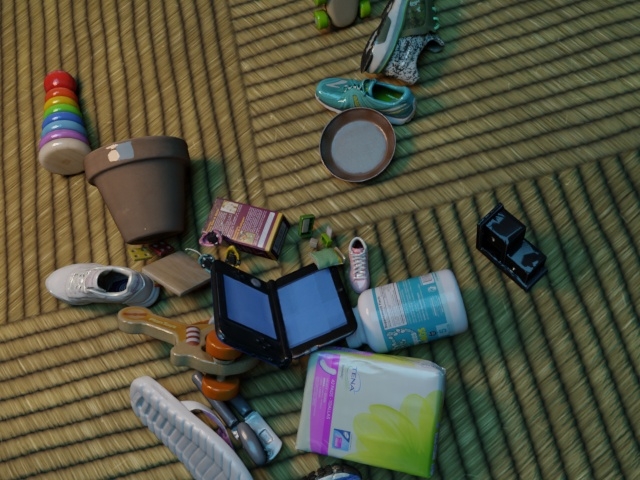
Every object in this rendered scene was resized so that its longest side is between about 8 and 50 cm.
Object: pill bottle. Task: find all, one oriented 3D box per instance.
[{"bbox_3d":[0.181,0.163,1.446,0.264,0.146,0.146,-16,67,7],"label":"pill bottle"}]

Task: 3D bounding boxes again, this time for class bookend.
[{"bbox_3d":[0.425,0.017,1.443,0.072,0.156,0.157,-43,68,-6],"label":"bookend"}]

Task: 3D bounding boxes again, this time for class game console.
[{"bbox_3d":[-0.090,0.119,1.444,0.173,0.250,0.293,-52,28,18],"label":"game console"}]

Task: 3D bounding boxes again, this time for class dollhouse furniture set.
[{"bbox_3d":[0.000,0.000,1.569,0.076,0.058,0.152,-9,37,-27],"label":"dollhouse furniture set"}]

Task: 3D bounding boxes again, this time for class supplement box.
[{"bbox_3d":[-0.185,-0.029,1.636,0.188,0.081,0.104,15,74,17],"label":"supplement box"}]

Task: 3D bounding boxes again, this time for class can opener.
[{"bbox_3d":[-0.191,0.384,1.477,0.074,0.093,0.280,-37,61,-16],"label":"can opener"}]

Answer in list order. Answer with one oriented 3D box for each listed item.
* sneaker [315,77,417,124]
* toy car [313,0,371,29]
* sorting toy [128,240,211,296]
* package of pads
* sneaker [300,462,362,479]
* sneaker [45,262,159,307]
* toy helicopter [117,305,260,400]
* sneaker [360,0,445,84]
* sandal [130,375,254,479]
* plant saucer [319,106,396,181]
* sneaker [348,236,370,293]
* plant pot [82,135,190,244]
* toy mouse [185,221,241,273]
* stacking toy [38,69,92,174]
[{"bbox_3d":[0.116,-0.383,1.690,0.275,0.110,0.107,13,73,17],"label":"sneaker"},{"bbox_3d":[0.035,-0.701,1.824,0.155,0.149,0.188,-18,54,-8],"label":"toy car"},{"bbox_3d":[-0.354,0.088,1.614,0.274,0.132,0.046,28,122,23],"label":"sorting toy"},{"bbox_3d":[0.109,0.350,1.388,0.296,0.101,0.229,8,88,14],"label":"package of pads"},{"bbox_3d":[-0.039,0.594,1.358,0.330,0.130,0.147,-39,81,-1],"label":"sneaker"},{"bbox_3d":[-0.561,0.097,1.633,0.305,0.152,0.114,1,72,14],"label":"sneaker"},{"bbox_3d":[-0.298,0.212,1.513,0.355,0.235,0.140,15,115,14],"label":"toy helicopter"},{"bbox_3d":[0.256,-0.576,1.747,0.182,0.158,0.410,30,74,-11],"label":"sneaker"},{"bbox_3d":[-0.266,0.430,1.461,0.416,0.169,0.102,37,41,22],"label":"sandal"},{"bbox_3d":[0.096,-0.240,1.668,0.198,0.036,0.199,-3,79,14],"label":"plant saucer"},{"bbox_3d":[0.089,0.055,1.550,0.051,0.070,0.134,-2,70,9],"label":"sneaker"},{"bbox_3d":[-0.442,-0.116,1.661,0.263,0.263,0.229,-16,86,6],"label":"plant pot"},{"bbox_3d":[-0.259,0.025,1.597,0.143,0.031,0.161,5,113,18],"label":"toy mouse"},{"bbox_3d":[-0.736,-0.353,1.861,0.141,0.141,0.330,-20,63,4],"label":"stacking toy"}]
